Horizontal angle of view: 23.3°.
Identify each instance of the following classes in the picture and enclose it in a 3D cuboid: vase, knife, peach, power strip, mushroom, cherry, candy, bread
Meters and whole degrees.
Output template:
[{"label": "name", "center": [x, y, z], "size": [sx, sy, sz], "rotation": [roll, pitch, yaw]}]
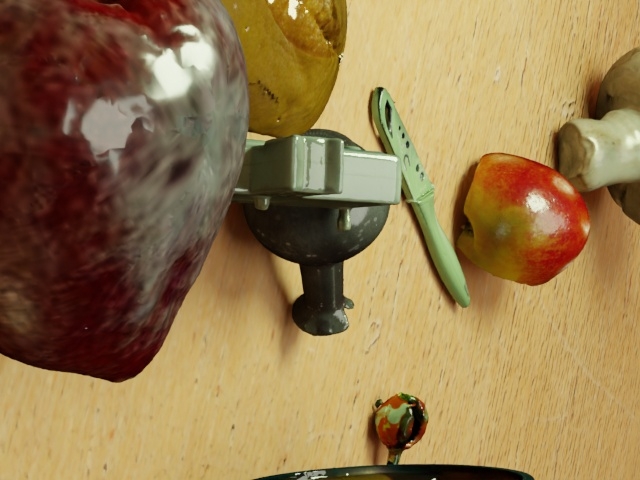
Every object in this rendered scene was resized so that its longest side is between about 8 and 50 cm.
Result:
[{"label": "vase", "center": [0.000, 0.000, 1.283], "size": [0.120, 0.120, 0.183], "rotation": [-55, 151, -43]}, {"label": "knife", "center": [0.103, -0.037, 1.539], "size": [0.043, 0.019, 0.293], "rotation": [-62, 140, -34]}, {"label": "peach", "center": [0.217, -0.020, 1.638], "size": [0.151, 0.118, 0.151], "rotation": [8, 81, -58]}, {"label": "power strip", "center": [-0.038, -0.043, 1.090], "size": [0.215, 0.145, 0.061], "rotation": [2, 87, -29]}, {"label": "mushroom", "center": [0.389, -0.112, 1.879], "size": [0.243, 0.243, 0.244], "rotation": [-7, 99, -60]}, {"label": "cherry", "center": [-0.149, -0.049, 0.920], "size": [0.230, 0.203, 0.300], "rotation": [-46, 138, -58]}, {"label": "candy", "center": [0.064, 0.236, 1.480], "size": [0.055, 0.049, 0.185], "rotation": [12, 90, -29]}, {"label": "bread", "center": [-0.074, -0.181, 1.103], "size": [0.269, 0.142, 0.195], "rotation": [40, 58, -51]}]

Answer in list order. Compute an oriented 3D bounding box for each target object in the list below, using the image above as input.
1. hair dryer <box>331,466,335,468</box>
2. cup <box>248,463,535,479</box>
[{"label": "hair dryer", "center": [0.000, 0.324, 1.367], "size": [0.167, 0.067, 0.199], "rotation": [-31, 108, -49]}, {"label": "cup", "center": [0.036, 0.335, 1.199], "size": [0.308, 0.242, 0.292], "rotation": [-3, 89, -56]}]
